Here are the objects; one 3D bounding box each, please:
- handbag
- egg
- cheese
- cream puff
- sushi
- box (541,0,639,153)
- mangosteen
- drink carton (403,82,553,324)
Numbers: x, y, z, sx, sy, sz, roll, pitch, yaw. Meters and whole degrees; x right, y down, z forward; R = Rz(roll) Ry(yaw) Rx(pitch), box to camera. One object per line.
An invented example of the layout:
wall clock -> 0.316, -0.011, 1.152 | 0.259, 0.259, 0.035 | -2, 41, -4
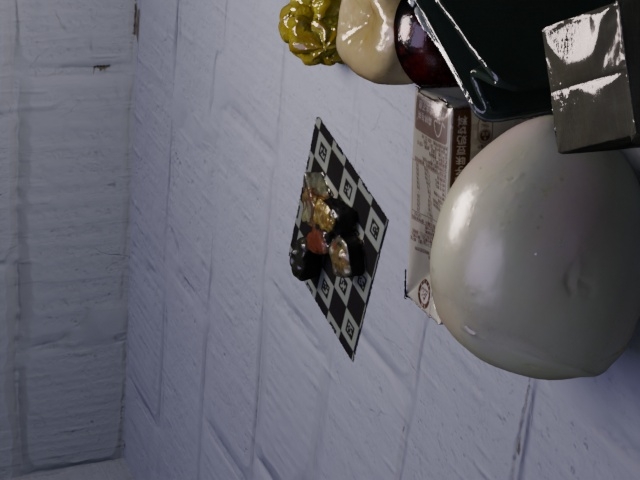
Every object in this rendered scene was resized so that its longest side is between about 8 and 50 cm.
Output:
handbag -> 0.270, -0.276, 1.716 | 0.079, 0.247, 0.260 | 102, 150, -50
egg -> 0.283, 0.010, 1.721 | 0.283, 0.283, 0.345 | 30, 115, 61
cheese -> 0.110, -0.365, 2.214 | 0.235, 0.117, 0.218 | 17, 110, 61
cream puff -> -0.003, -0.385, 2.453 | 0.156, 0.121, 0.156 | 10, 102, 60
sushi -> 0.000, 0.000, 2.624 | 0.343, 0.064, 0.359 | -122, 33, -44
box -> 0.388, -0.181, 1.489 | 0.149, 0.231, 0.155 | 170, 92, -66
mangosteen -> 0.202, -0.307, 1.981 | 0.200, 0.200, 0.200 | 173, 90, -66
drink carton -> 0.236, -0.056, 1.908 | 0.132, 0.194, 0.324 | -136, 44, -63
